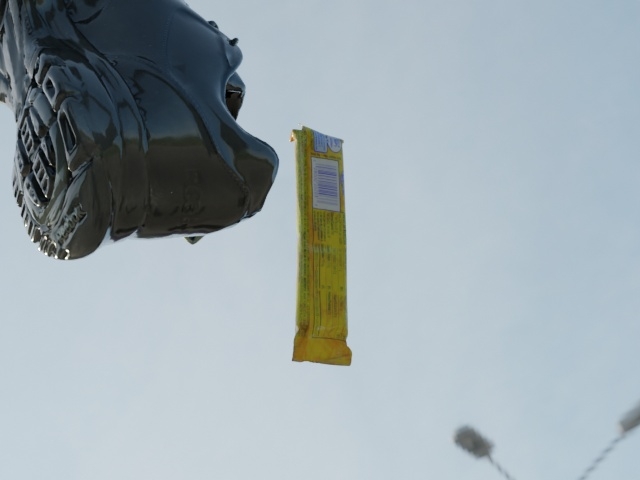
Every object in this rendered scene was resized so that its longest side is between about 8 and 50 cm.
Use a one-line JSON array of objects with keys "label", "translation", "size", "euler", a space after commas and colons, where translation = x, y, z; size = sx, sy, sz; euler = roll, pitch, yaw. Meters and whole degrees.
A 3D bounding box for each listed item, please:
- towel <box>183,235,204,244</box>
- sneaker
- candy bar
[{"label": "towel", "translation": [-0.193, -0.152, 1.435], "size": [0.056, 0.324, 0.312], "euler": [-20, -81, -8]}, {"label": "sneaker", "translation": [-0.111, -0.099, 0.793], "size": [0.130, 0.286, 0.109], "euler": [-1, -42, -28]}, {"label": "candy bar", "translation": [0.000, 0.000, 0.932], "size": [0.040, 0.161, 0.018], "euler": [10, -26, -24]}]
